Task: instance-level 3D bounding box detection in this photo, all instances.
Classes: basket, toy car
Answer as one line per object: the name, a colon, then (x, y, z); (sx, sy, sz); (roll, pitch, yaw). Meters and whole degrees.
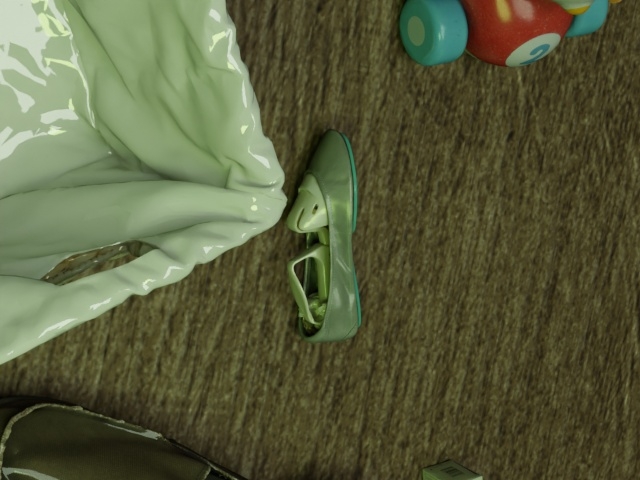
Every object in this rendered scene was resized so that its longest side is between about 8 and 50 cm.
basket: (-0.256, -0.115, 1.374); (0.328, 0.266, 0.331); (-27, 114, -24)
toy car: (0.224, -0.262, 1.656); (0.219, 0.238, 0.210); (-14, 109, -28)

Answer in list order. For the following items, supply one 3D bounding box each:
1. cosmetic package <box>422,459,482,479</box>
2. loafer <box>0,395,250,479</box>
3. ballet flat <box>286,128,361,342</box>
cosmetic package: (0.143, 0.300, 1.848); (0.041, 0.060, 0.115); (-13, 110, -29)
loafer: (-0.159, 0.225, 1.582); (0.366, 0.130, 0.134); (22, 69, -38)
ballet flat: (0.000, 0.000, 1.680); (0.068, 0.072, 0.213); (-10, 107, -23)
